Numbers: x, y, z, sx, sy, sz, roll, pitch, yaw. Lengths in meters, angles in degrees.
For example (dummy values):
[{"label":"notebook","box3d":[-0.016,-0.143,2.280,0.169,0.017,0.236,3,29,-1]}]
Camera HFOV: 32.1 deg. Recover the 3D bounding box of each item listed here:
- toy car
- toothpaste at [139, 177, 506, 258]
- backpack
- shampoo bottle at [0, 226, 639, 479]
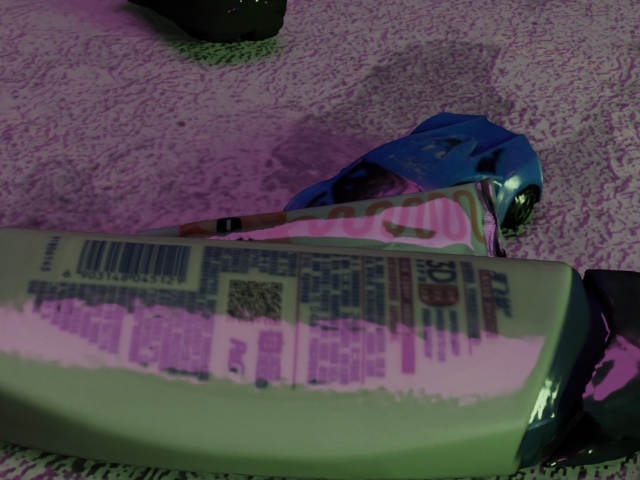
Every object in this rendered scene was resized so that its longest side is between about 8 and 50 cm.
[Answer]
[{"label":"toy car","box3d":[0.056,-0.026,0.714,0.103,0.063,0.216,31,43,32]},{"label":"toothpaste","box3d":[0.000,0.000,0.637,0.205,0.036,0.056,-6,62,3]},{"label":"backpack","box3d":[-0.095,-0.235,0.961,0.120,0.105,0.165,-17,37,-34]},{"label":"shampoo bottle","box3d":[-0.002,0.061,0.570,0.360,0.078,0.134,4,44,-2]}]
